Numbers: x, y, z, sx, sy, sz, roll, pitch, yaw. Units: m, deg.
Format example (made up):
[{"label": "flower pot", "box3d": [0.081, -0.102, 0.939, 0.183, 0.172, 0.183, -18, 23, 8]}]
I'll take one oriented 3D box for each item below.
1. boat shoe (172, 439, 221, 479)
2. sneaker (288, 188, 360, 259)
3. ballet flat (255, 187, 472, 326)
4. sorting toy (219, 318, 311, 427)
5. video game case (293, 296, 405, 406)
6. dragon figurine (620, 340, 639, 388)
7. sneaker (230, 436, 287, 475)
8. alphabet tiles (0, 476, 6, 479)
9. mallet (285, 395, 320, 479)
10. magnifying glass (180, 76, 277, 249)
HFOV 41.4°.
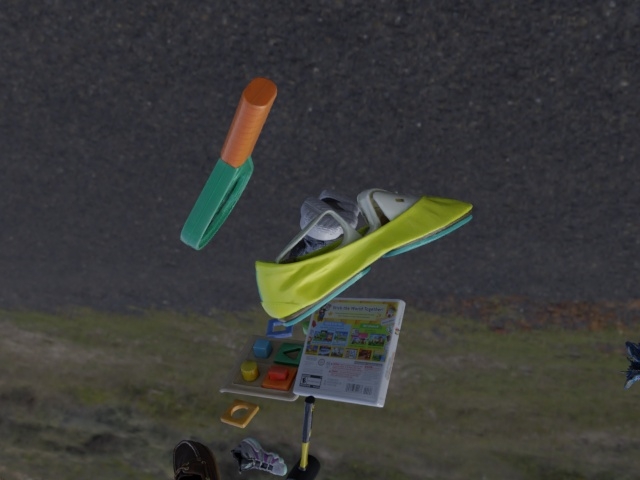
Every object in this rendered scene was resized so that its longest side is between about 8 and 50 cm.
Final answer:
[{"label": "boat shoe", "box3d": [-0.208, 0.406, 1.422, 0.073, 0.073, 0.207, 30, -170, -39]}, {"label": "sneaker", "box3d": [0.000, 0.000, 1.562, 0.101, 0.153, 0.268, 26, -165, 5]}, {"label": "ballet flat", "box3d": [0.040, -0.004, 0.805, 0.077, 0.231, 0.077, 62, 166, -5]}, {"label": "sorting toy", "box3d": [-0.112, 0.275, 1.896, 0.196, 0.347, 0.047, 1, 126, 22]}, {"label": "video game case", "box3d": [0.054, 0.213, 1.663, 0.227, 0.206, 0.026, -2, 158, 45]}, {"label": "dragon figurine", "box3d": [0.583, 0.226, 1.503, 0.144, 0.085, 0.289, 4, 178, 36]}, {"label": "sneaker", "box3d": [-0.112, 0.384, 1.453, 0.098, 0.038, 0.069, 26, -150, 27]}, {"label": "alphabet tiles", "box3d": [-0.384, 0.338, 0.957, 0.237, 0.009, 0.198, 33, 115, -7]}, {"label": "mallet", "box3d": [-0.027, 0.315, 1.289, 0.039, 0.062, 0.189, 19, 135, 19]}, {"label": "magnifying glass", "box3d": [-0.075, -0.060, 0.712, 0.026, 0.092, 0.231, 33, 150, 1]}]
